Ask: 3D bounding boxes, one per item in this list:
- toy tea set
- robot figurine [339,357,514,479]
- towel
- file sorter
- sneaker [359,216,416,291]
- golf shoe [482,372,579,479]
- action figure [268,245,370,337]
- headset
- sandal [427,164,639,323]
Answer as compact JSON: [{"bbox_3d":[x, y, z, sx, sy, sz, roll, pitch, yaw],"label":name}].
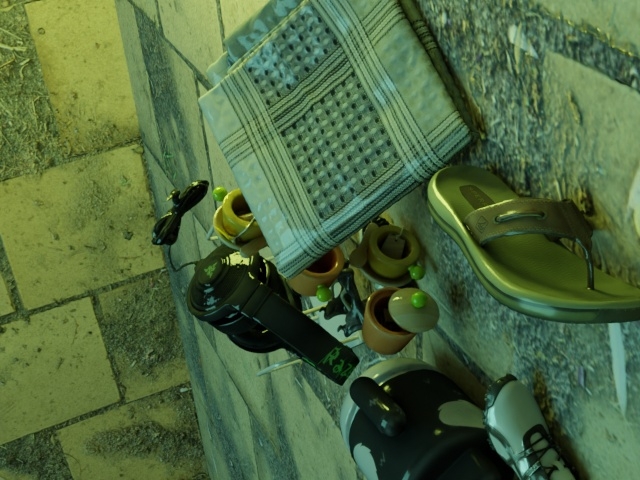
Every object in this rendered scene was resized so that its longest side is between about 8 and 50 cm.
[{"bbox_3d":[0.030,-0.011,1.233,0.336,0.200,0.124,38,142,15],"label":"toy tea set"},{"bbox_3d":[0.134,0.269,1.235,0.278,0.174,0.209,-135,40,-54],"label":"robot figurine"},{"bbox_3d":[0.000,-0.167,1.147,0.312,0.056,0.324,-37,65,31],"label":"towel"},{"bbox_3d":[-0.063,0.078,1.642,0.193,0.173,0.277,137,114,-71],"label":"file sorter"},{"bbox_3d":[0.087,0.046,1.355,0.161,0.057,0.075,67,156,9],"label":"sneaker"},{"bbox_3d":[0.246,0.240,1.069,0.094,0.077,0.198,0,114,60],"label":"golf shoe"},{"bbox_3d":[0.000,0.000,1.432,0.275,0.141,0.164,55,175,-15],"label":"action figure"},{"bbox_3d":[-0.096,0.063,1.432,0.394,0.185,0.243,31,171,25],"label":"headset"},{"bbox_3d":[0.193,-0.012,0.915,0.303,0.120,0.086,50,138,50],"label":"sandal"}]
